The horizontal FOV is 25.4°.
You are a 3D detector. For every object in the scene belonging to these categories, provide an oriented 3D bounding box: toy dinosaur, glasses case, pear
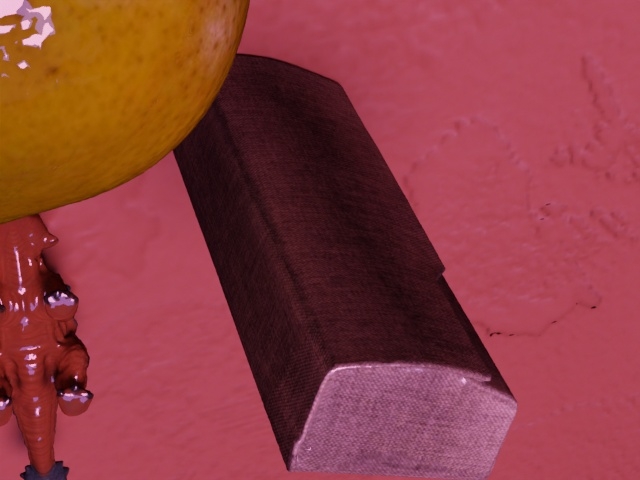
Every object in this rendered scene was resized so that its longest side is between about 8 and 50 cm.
[{"bbox_3d":[-0.122,0.046,0.590,0.049,0.055,0.154,-9,118,-16],"label":"toy dinosaur"},{"bbox_3d":[0.000,0.000,0.505,0.070,0.205,0.047,7,120,-22],"label":"glasses case"},{"bbox_3d":[-0.100,-0.113,0.436,0.180,0.166,0.216,24,92,-17],"label":"pear"}]
